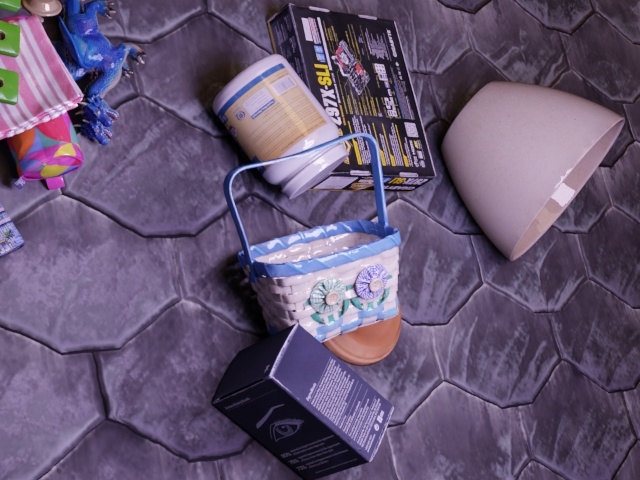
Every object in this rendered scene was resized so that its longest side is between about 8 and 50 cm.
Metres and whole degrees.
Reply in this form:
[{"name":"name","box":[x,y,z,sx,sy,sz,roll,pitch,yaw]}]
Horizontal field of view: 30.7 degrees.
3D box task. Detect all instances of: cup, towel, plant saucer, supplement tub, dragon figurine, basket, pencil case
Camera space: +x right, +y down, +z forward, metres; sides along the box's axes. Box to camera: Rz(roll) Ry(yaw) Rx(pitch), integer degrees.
[{"name":"cup","box":[0.365,-0.160,2.156,0.237,0.331,0.331,39,44,15]},{"name":"towel","box":[-0.433,-0.207,1.542,0.197,0.029,0.144,-28,83,-23]},{"name":"plant saucer","box":[0.062,0.106,1.924,0.200,0.037,0.200,19,58,-34]},{"name":"supplement tub","box":[-0.062,-0.180,1.860,0.199,0.144,0.144,53,45,3]},{"name":"dragon figurine","box":[-0.358,-0.284,1.709,0.144,0.085,0.289,-36,95,-45]},{"name":"basket","box":[0.000,0.000,1.758,0.255,0.201,0.289,-19,101,-22]},{"name":"pencil case","box":[-0.407,-0.192,1.617,0.104,0.104,0.236,-12,79,-43]}]

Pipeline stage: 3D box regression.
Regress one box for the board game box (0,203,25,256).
[{"name":"board game box","box":[-0.499,-0.040,1.490,0.194,0.060,0.194,-35,95,-44]}]

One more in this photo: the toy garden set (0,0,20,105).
[{"name":"toy garden set","box":[-0.491,-0.304,1.499,0.204,0.049,0.244,10,70,-37]}]

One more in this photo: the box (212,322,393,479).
[{"name":"box","box":[-0.026,0.240,1.702,0.207,0.153,0.108,43,48,-18]}]

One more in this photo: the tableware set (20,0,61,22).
[{"name":"tableware set","box":[-0.404,-0.374,1.691,0.141,0.020,0.169,36,42,17]}]

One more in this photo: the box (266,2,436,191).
[{"name":"box","box":[0.056,-0.248,2.059,0.257,0.079,0.322,-2,72,-39]}]
